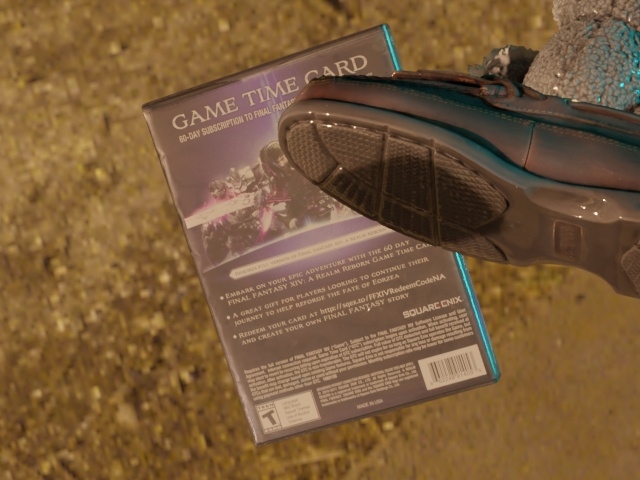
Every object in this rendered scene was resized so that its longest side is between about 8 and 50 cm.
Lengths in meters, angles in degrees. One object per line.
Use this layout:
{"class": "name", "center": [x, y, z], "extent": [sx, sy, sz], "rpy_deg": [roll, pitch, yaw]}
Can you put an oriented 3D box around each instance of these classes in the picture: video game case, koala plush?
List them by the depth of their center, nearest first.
{"class": "video game case", "center": [0.000, 0.000, 1.187], "extent": [0.196, 0.274, 0.026], "rpy_deg": [-17, 5, 15]}
{"class": "koala plush", "center": [0.223, -0.137, 1.198], "extent": [0.196, 0.203, 0.221], "rpy_deg": [29, 66, 31]}

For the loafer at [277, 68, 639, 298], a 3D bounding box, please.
{"class": "loafer", "center": [0.128, -0.043, 0.929], "extent": [0.302, 0.109, 0.095], "rpy_deg": [18, 58, 11]}
